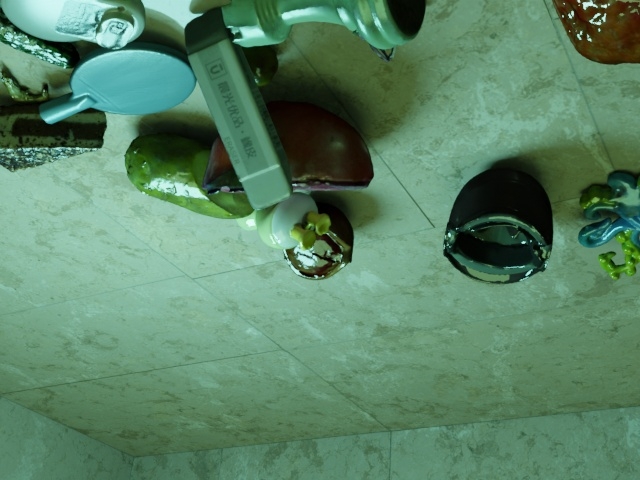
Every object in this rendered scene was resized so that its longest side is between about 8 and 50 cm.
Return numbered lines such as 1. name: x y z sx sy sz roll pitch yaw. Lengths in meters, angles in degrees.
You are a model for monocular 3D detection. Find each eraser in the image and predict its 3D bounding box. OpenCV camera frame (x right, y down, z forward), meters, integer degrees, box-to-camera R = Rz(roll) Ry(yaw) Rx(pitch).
1. eraser: -0.143 -0.230 1.484 0.089 0.061 0.352 -20 99 18

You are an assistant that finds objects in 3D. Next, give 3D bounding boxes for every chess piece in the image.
1. chess piece: -0.003 -0.383 1.326 0.299 0.195 0.194 -2 150 30

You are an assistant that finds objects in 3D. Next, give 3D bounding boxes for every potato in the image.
1. potato: -0.267 -0.136 1.787 0.298 0.141 0.176 19 169 -16

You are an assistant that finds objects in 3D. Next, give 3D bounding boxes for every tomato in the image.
1. tomato: -0.063 -0.179 1.668 0.335 0.176 0.289 -2 180 29

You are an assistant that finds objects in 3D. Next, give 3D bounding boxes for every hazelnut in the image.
1. hazelnut: -0.008 -0.002 1.962 0.170 0.160 0.202 2 155 6

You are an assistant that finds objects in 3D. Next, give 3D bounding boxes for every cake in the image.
1. cake: -0.553 -0.209 1.743 0.246 0.112 0.135 -2 161 -4

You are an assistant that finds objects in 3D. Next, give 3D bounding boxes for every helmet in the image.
1. helmet: 0.385 -0.040 1.829 0.225 0.177 0.305 9 156 4

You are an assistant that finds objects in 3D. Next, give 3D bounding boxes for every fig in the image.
1. fig: -0.121 -0.322 1.533 0.088 0.074 0.074 27 152 15

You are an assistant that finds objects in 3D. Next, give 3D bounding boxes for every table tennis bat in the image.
1. table tennis bat: -0.391 -0.290 1.613 0.329 0.044 0.215 -15 156 19

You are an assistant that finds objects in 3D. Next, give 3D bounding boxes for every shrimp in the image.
1. shrimp: -0.583 -0.304 1.672 0.083 0.023 0.114 -5 153 10

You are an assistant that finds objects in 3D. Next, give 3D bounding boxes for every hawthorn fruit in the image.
1. hawthorn fruit: 0.444 -0.377 1.203 0.258 0.258 0.262 -24 167 39

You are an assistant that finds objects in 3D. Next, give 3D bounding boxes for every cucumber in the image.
1. cucumber: -0.553 -0.380 1.502 0.293 0.067 0.067 23 144 -30

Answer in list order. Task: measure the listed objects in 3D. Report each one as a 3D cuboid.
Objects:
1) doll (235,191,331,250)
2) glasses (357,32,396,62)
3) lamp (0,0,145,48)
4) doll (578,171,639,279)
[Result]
1. doll: -0.098 -0.051 1.866 0.117 0.141 0.296 49 162 -29
2. glasses: 0.114 -0.378 1.448 0.104 0.062 0.140 -39 132 21
3. lamp: -0.405 -0.400 1.380 0.246 0.108 0.179 14 154 -26
4. doll: 0.742 -0.051 1.860 0.341 0.099 0.346 39 132 -25
